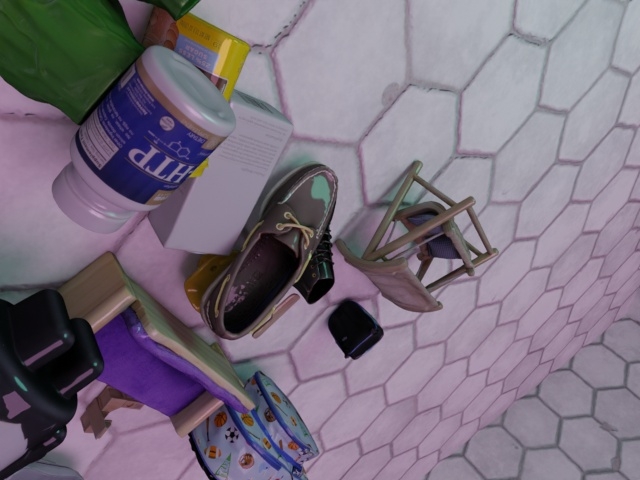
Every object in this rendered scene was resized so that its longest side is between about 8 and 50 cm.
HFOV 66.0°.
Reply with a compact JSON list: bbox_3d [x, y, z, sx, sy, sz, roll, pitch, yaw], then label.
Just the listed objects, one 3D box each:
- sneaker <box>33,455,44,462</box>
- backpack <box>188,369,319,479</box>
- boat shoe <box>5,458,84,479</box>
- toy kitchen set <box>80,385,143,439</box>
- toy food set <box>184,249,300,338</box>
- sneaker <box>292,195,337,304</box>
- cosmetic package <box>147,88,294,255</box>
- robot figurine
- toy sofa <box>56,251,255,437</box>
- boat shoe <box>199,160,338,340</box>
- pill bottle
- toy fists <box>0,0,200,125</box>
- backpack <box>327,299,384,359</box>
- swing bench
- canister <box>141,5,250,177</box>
[{"bbox_3d":[-0.531,0.281,0.709,0.121,0.111,0.300,-20,152,18],"label":"sneaker"},{"bbox_3d":[-0.147,0.398,1.005,0.213,0.276,0.263,-47,134,-5],"label":"backpack"},{"bbox_3d":[-0.492,0.414,0.864,0.083,0.075,0.226,-46,149,-27],"label":"boat shoe"},{"bbox_3d":[-0.370,0.319,0.887,0.083,0.068,0.075,-49,140,6],"label":"toy kitchen set"},{"bbox_3d":[-0.149,0.081,0.869,0.128,0.071,0.218,-48,135,-1],"label":"toy food set"},{"bbox_3d":[0.000,0.000,0.887,0.083,0.118,0.222,-3,125,-38],"label":"sneaker"},{"bbox_3d":[-0.147,-0.097,0.713,0.117,0.085,0.231,12,117,-45],"label":"cosmetic package"},{"bbox_3d":[-0.383,0.175,0.528,0.278,0.173,0.209,-34,95,-15],"label":"robot figurine"},{"bbox_3d":[-0.266,0.202,0.793,0.150,0.177,0.363,-38,140,-8],"label":"toy sofa"},{"bbox_3d":[-0.064,0.011,0.770,0.116,0.096,0.324,41,77,-20],"label":"boat shoe"},{"bbox_3d":[-0.189,-0.096,0.516,0.186,0.112,0.112,-40,142,18],"label":"pill bottle"},{"bbox_3d":[-0.211,-0.256,0.487,0.279,0.096,0.142,-45,110,5],"label":"toy fists"},{"bbox_3d":[0.078,0.204,1.128,0.105,0.114,0.084,-43,141,2],"label":"backpack"},{"bbox_3d":[0.209,0.021,1.046,0.255,0.165,0.253,-46,140,2],"label":"swing bench"},{"bbox_3d":[-0.170,-0.181,0.593,0.170,0.126,0.073,-63,169,17],"label":"canister"}]
